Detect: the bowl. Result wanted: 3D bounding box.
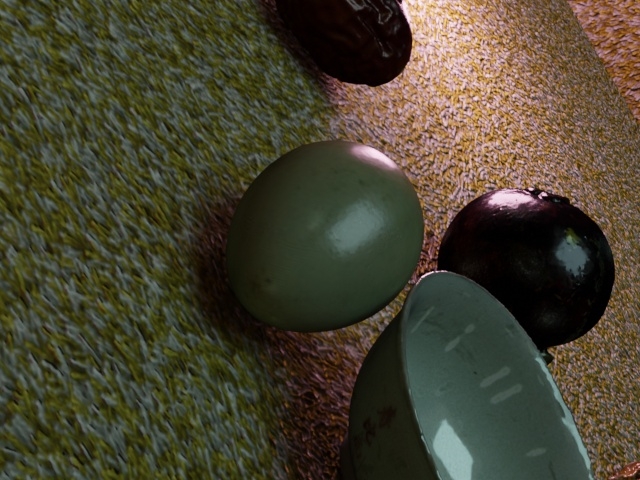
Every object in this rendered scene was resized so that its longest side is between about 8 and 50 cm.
[{"bbox_3d":[0.153,0.271,1.618,0.435,0.196,0.434,40,34,-34],"label":"bowl"}]

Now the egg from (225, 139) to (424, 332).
[{"bbox_3d":[0.000,0.000,1.566,0.218,0.218,0.295,62,35,-5],"label":"egg"}]

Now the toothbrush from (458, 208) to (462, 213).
[{"bbox_3d":[0.271,0.120,2.163,0.040,0.040,0.386,27,48,-50],"label":"toothbrush"}]

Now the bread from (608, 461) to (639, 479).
[{"bbox_3d":[0.598,0.459,2.381,0.152,0.127,0.147,22,46,-76],"label":"bread"}]

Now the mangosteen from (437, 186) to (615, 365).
[{"bbox_3d":[0.306,0.060,2.032,0.288,0.288,0.288,42,34,-37],"label":"mangosteen"}]

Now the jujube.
[{"bbox_3d":[0.038,-0.341,1.990,0.250,0.174,0.174,53,29,-28],"label":"jujube"}]
